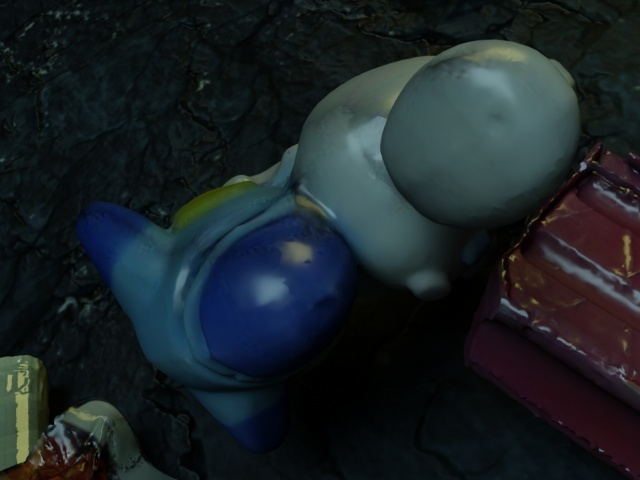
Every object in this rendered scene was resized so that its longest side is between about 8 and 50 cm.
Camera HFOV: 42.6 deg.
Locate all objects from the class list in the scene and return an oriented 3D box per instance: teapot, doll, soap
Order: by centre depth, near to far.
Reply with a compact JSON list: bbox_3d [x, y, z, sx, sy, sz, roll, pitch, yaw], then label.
[{"bbox_3d":[0.219,0.068,0.457,0.250,0.099,0.162,35,52,22],"label":"soap"},{"bbox_3d":[0.004,0.008,0.530,0.365,0.376,0.187,-33,71,16],"label":"doll"},{"bbox_3d":[-0.238,0.196,0.659,0.107,0.077,0.200,-4,53,-14],"label":"teapot"}]

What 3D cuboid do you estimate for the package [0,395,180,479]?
[{"bbox_3d":[-0.194,0.222,0.575,0.232,0.040,0.166,-35,68,-28],"label":"package"}]
